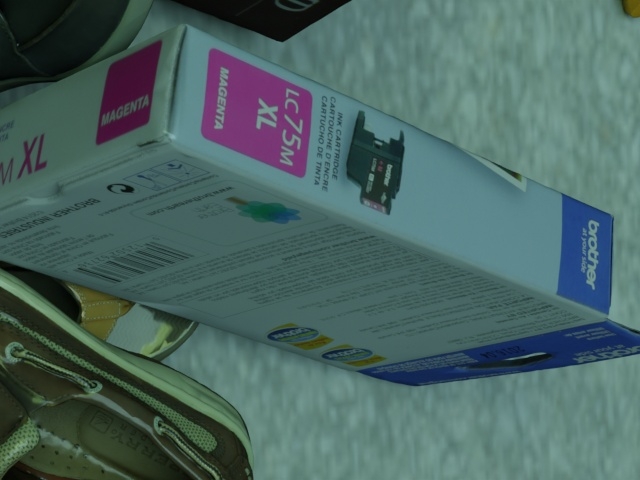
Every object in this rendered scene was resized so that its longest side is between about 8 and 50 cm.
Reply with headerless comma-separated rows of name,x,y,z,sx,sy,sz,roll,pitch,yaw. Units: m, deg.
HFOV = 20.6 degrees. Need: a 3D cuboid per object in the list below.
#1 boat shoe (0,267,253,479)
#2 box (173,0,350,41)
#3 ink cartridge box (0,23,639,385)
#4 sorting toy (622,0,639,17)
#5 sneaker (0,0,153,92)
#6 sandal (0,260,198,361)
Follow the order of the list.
boat shoe,-0.144,0.074,0.801,0.257,0.095,0.095,21,112,-15
box,-0.129,-0.227,0.764,0.381,0.191,0.143,16,73,-24
ink cartridge box,0.000,0.000,0.827,0.311,0.186,0.065,23,64,-36
sorting toy,0.176,-0.295,0.966,0.196,0.047,0.347,-5,115,-13
sneaker,-0.161,-0.105,0.740,0.118,0.222,0.083,0,78,-37
sandal,-0.139,0.032,0.863,0.180,0.049,0.072,5,91,-25
